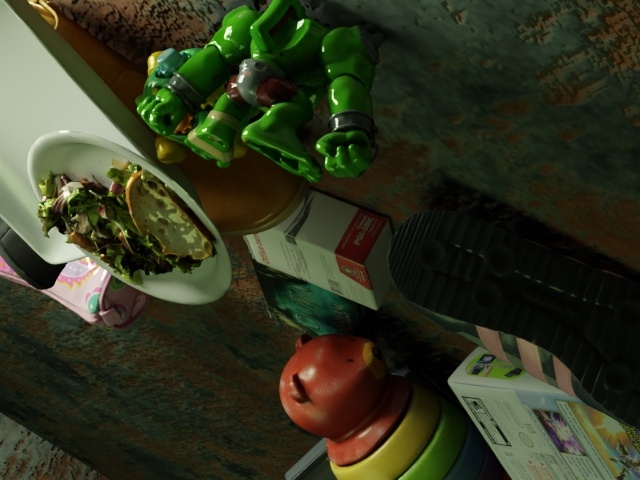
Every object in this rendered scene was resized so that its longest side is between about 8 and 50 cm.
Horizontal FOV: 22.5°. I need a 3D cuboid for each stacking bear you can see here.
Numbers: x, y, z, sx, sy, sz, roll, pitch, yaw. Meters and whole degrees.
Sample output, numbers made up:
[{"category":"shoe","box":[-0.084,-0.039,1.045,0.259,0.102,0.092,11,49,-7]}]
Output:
[{"category":"stacking bear","box":[0.079,0.212,1.718,0.289,0.175,0.164,43,122,-16]}]

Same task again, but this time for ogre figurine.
[{"category":"ogre figurine","box":[-0.031,-0.113,1.174,0.097,0.118,0.197,38,161,-33]}]

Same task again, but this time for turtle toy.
[{"category":"turtle toy","box":[-0.081,-0.116,1.271,0.130,0.095,0.066,-5,163,-10]}]

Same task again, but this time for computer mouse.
[{"category":"computer mouse","box":[-0.304,-0.060,1.637,0.184,0.060,0.262,50,-170,-13]}]

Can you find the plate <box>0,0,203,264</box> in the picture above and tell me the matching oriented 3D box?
[{"category":"plate","box":[-0.248,-0.103,1.366,0.277,0.045,0.278,49,147,-20]}]

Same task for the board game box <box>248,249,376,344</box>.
[{"category":"board game box","box":[-0.006,0.064,1.718,0.126,0.026,0.186,23,160,16]}]

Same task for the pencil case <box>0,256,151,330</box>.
[{"category":"pencil case","box":[-0.335,0.011,1.915,0.284,0.124,0.124,20,159,22]}]

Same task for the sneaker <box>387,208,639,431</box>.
[{"category":"sneaker","box":[0.206,0.068,1.348,0.319,0.112,0.131,31,178,5]}]

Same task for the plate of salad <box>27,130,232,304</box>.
[{"category":"plate of salad","box":[-0.163,-0.009,1.322,0.200,0.048,0.200,24,148,16]}]

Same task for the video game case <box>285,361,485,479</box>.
[{"category":"video game case","box":[0.122,0.282,1.862,0.274,0.196,0.026,39,-167,-27]}]

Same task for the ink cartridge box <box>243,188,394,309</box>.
[{"category":"ink cartridge box","box":[0.000,0.000,1.503,0.135,0.056,0.099,22,159,20]}]

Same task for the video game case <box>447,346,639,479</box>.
[{"category":"video game case","box":[0.281,0.225,1.564,0.244,0.061,0.269,1,131,55]}]

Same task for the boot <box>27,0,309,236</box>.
[{"category":"boot","box":[-0.164,-0.111,1.388,0.295,0.104,0.211,18,158,42]}]
